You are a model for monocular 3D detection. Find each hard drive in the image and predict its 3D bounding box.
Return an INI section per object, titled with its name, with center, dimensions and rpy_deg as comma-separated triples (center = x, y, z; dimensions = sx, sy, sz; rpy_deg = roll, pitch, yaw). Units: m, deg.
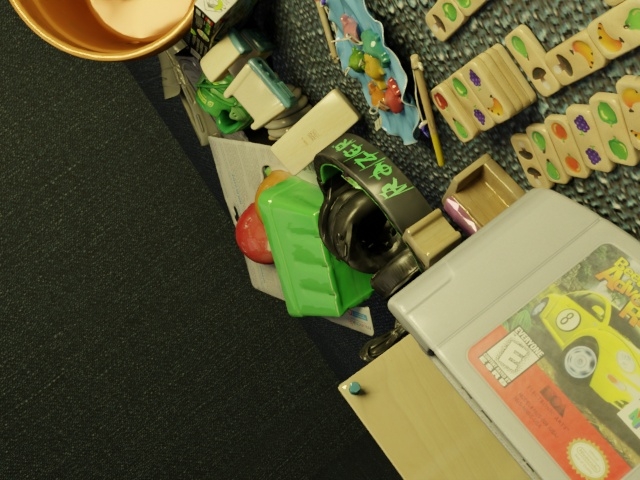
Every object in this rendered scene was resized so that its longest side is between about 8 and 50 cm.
[hard drive]
center = -0.183, -0.264, 1.474
dimensions = 0.338, 0.064, 0.237
rpy_deg = 58, 169, -26

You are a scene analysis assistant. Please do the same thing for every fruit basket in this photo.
[fruit basket]
center = -0.051, -0.020, 1.185
dimensions = 0.353, 0.166, 0.326
rpy_deg = 22, 132, 53

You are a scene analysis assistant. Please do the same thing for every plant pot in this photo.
[plant pot]
center = -0.285, -0.399, 1.000
dimensions = 0.290, 0.291, 0.203
rpy_deg = 55, -174, -6

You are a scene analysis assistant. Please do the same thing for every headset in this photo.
[headset]
center = 0.082, 0.032, 0.940
dimensions = 0.243, 0.185, 0.394
rpy_deg = 46, 170, 37

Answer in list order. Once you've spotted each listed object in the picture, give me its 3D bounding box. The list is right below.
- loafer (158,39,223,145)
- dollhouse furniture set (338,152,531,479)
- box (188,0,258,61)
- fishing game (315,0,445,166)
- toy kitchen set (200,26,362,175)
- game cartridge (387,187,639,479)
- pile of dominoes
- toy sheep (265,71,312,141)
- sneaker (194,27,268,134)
[loafer]
center = -0.324, -0.371, 1.599
dimensions = 0.319, 0.111, 0.112
rpy_deg = 56, 169, -10
[dollhouse furniture set]
center = 0.138, 0.132, 0.712
dimensions = 0.286, 0.303, 0.198
rpy_deg = 50, 168, 17
[box]
center = -0.128, -0.316, 0.934
dimensions = 0.036, 0.114, 0.207
rpy_deg = 42, 171, -9
[fishing game]
center = 0.048, -0.182, 0.737
dimensions = 0.264, 0.041, 0.189
rpy_deg = 56, 174, 40
[toy kitchen set]
center = -0.044, -0.222, 0.973
dimensions = 0.207, 0.122, 0.166
rpy_deg = 49, -160, -6
[game cartridge]
center = 0.220, 0.100, 0.545
dimensions = 0.294, 0.196, 0.060
rpy_deg = 50, 168, 22
[pile of dominoes]
center = 0.160, -0.124, 0.520
dimensions = 0.196, 0.040, 0.251
rpy_deg = 54, 170, -3
[toy sheep]
center = -0.054, -0.200, 1.073
dimensions = 0.091, 0.091, 0.132
rpy_deg = 35, 153, 60
[sneaker]
center = -0.154, -0.270, 1.168
dimensions = 0.109, 0.124, 0.295
rpy_deg = 50, 168, 22
